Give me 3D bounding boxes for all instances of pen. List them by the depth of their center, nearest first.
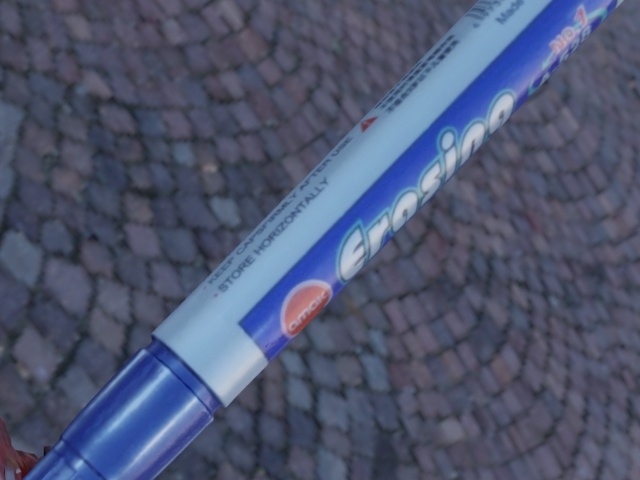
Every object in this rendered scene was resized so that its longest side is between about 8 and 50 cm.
[{"bbox_3d":[0.000,0.000,0.364,0.025,0.204,0.025,42,-12,11],"label":"pen"}]

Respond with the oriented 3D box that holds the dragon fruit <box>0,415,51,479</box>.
[{"bbox_3d":[-0.307,0.160,0.919,0.301,0.295,0.296,42,34,-18],"label":"dragon fruit"}]
